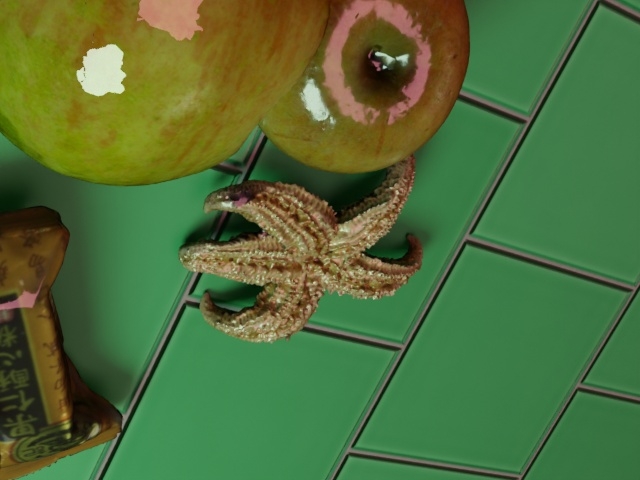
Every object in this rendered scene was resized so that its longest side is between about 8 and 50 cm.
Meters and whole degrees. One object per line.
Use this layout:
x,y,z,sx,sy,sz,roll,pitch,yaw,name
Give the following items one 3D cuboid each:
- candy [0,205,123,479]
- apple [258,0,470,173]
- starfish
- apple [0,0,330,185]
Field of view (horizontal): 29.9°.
-0.234,0.090,0.924,0.143,0.101,0.271,-12,130,-12,candy
0.021,-0.140,0.888,0.182,0.155,0.183,-5,111,-15,apple
0.001,0.001,1.020,0.238,0.071,0.216,16,116,-42,starfish
-0.113,-0.153,0.749,0.246,0.246,0.226,5,124,-31,apple
